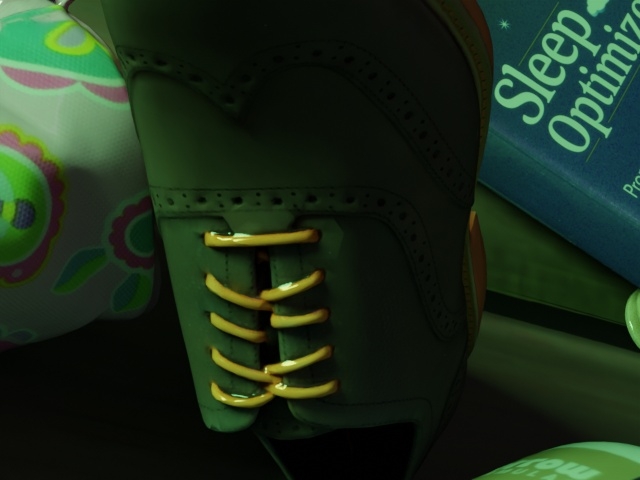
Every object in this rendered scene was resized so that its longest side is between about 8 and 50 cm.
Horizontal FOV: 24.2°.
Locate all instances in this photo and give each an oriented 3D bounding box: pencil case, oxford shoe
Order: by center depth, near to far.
[{"bbox_3d":[-0.177,0.008,0.398,0.284,0.124,0.124,-23,75,-32],"label":"pencil case"},{"bbox_3d":[0.000,0.000,0.418,0.096,0.271,0.098,1,59,18],"label":"oxford shoe"}]

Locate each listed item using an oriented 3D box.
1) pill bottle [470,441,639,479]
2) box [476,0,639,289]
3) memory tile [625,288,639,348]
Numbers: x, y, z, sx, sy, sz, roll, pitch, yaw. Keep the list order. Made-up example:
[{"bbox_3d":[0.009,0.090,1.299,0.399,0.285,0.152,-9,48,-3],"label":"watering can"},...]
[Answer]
[{"bbox_3d":[0.055,0.145,0.417,0.264,0.153,0.153,-16,71,-33],"label":"pill bottle"},{"bbox_3d":[0.097,-0.074,0.624,0.225,0.036,0.136,33,53,2],"label":"box"},{"bbox_3d":[0.182,-0.003,0.650,0.148,0.012,0.113,-5,65,-28],"label":"memory tile"}]
